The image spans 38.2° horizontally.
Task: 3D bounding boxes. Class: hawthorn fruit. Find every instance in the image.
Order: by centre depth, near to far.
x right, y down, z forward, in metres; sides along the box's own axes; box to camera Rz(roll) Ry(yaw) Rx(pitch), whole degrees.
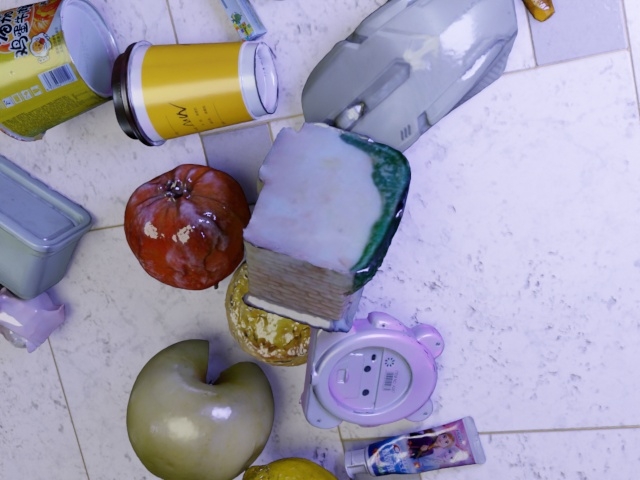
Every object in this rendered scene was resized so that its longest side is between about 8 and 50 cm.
[{"bbox_3d":[-0.238,0.000,1.740,0.242,0.242,0.271,9,135,19],"label":"hawthorn fruit"}]

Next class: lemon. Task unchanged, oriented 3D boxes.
[{"bbox_3d":[-0.046,0.568,1.799,0.258,0.258,0.310,-40,86,26],"label":"lemon"}]

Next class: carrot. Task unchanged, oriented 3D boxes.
[{"bbox_3d":[0.315,-0.425,1.488,0.042,0.042,0.170,-40,85,26],"label":"carrot"}]

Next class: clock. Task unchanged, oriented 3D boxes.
[{"bbox_3d":[0.094,0.240,1.697,0.248,0.090,0.227,4,110,-10],"label":"clock"}]

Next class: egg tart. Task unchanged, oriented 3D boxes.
[{"bbox_3d":[-0.072,0.130,1.771,0.234,0.094,0.234,5,104,20],"label":"egg tart"}]

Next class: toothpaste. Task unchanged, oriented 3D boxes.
[{"bbox_3d":[-0.156,-0.436,1.670,0.034,0.046,0.164,-28,94,30],"label":"toothpaste"},{"bbox_3d":[0.177,0.407,1.778,0.266,0.061,0.096,-15,98,19],"label":"toothpaste"}]

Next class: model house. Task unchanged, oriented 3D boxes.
[{"bbox_3d":[-0.002,0.000,1.573,0.243,0.298,0.284,19,142,5],"label":"model house"}]

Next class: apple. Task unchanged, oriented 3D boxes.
[{"bbox_3d":[-0.237,0.342,1.812,0.292,0.292,0.254,26,118,13],"label":"apple"}]

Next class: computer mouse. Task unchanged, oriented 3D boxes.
[{"bbox_3d":[0.137,-0.286,1.540,0.429,0.145,0.228,-39,91,28],"label":"computer mouse"}]

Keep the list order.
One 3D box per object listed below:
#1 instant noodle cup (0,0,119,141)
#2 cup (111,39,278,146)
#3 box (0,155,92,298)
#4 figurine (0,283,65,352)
[{"bbox_3d":[-0.510,-0.336,1.737,0.200,0.264,0.264,-16,99,17],"label":"instant noodle cup"},{"bbox_3d":[-0.227,-0.277,1.674,0.280,0.196,0.196,-5,103,16],"label":"cup"},{"bbox_3d":[-0.654,-0.026,1.925,0.312,0.175,0.182,33,123,10],"label":"box"},{"bbox_3d":[-0.684,0.133,1.991,0.276,0.200,0.133,29,75,6],"label":"figurine"}]
